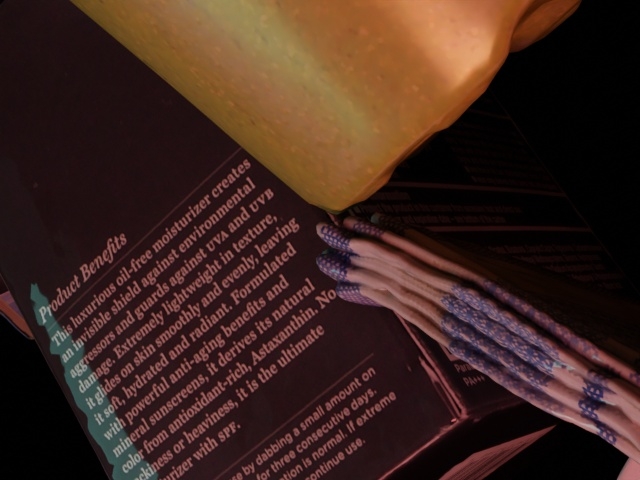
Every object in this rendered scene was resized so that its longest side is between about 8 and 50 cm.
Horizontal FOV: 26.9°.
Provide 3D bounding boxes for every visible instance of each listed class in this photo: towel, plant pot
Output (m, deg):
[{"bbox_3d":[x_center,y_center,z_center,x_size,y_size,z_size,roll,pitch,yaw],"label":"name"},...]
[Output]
[{"bbox_3d":[0.147,0.065,0.428,0.209,0.034,0.285,16,-171,-37],"label":"towel"},{"bbox_3d":[-0.012,-0.157,0.475,0.254,0.276,0.276,47,172,1],"label":"plant pot"}]

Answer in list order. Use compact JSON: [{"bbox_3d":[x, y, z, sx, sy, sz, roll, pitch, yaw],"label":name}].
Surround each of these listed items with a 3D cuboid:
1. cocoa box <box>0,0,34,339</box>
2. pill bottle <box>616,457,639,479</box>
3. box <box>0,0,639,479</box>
[{"bbox_3d":[-0.145,-0.127,0.986,0.231,0.347,0.228,57,173,17],"label":"cocoa box"},{"bbox_3d":[0.204,0.193,0.644,0.161,0.161,0.283,55,172,32],"label":"pill bottle"},{"bbox_3d":[0.000,0.000,0.705,0.296,0.183,0.294,0,-126,-58],"label":"box"}]
